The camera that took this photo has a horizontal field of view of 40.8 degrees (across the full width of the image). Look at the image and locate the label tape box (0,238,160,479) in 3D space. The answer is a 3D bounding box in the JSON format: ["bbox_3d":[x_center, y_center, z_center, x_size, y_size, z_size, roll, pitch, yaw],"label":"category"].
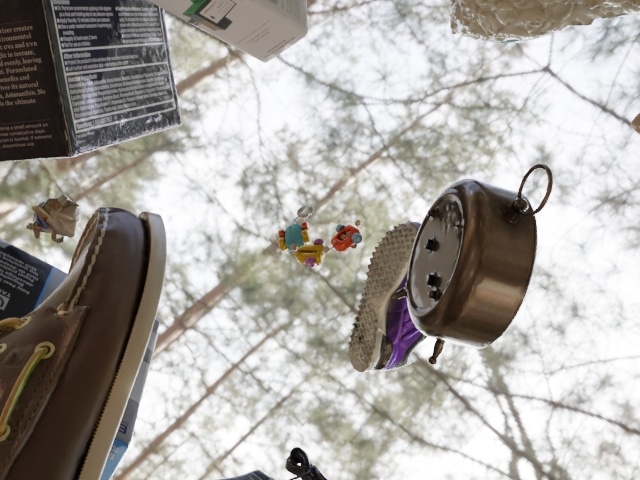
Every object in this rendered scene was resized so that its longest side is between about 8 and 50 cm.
[{"bbox_3d":[-0.340,0.174,1.001,0.249,0.347,0.115,31,-66,-18],"label":"label tape box"}]

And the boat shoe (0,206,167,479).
[{"bbox_3d":[-0.172,0.104,0.520,0.097,0.324,0.116,20,-35,-17],"label":"boat shoe"}]

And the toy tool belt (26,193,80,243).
[{"bbox_3d":[-0.299,-0.025,0.945,0.051,0.052,0.083,13,-15,-30],"label":"toy tool belt"}]

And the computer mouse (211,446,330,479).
[{"bbox_3d":[-0.075,0.303,1.012,0.106,0.193,0.042,39,-55,44],"label":"computer mouse"}]

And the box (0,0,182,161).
[{"bbox_3d":[-0.327,-0.262,1.056,0.183,0.296,0.294,-2,-77,16],"label":"box"}]

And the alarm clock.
[{"bbox_3d":[0.120,0.005,0.665,0.064,0.129,0.192,18,-40,-16],"label":"alarm clock"}]

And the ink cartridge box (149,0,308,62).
[{"bbox_3d":[-0.125,-0.348,1.083,0.219,0.160,0.093,21,-34,-40],"label":"ink cartridge box"}]

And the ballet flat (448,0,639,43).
[{"bbox_3d":[0.241,-0.266,0.757,0.409,0.147,0.147,13,-46,56],"label":"ballet flat"}]

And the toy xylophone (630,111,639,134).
[{"bbox_3d":[0.402,-0.163,0.652,0.081,0.323,0.236,54,-34,10],"label":"toy xylophone"}]

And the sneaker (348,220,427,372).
[{"bbox_3d":[0.157,0.105,1.560,0.102,0.146,0.293,45,-58,56],"label":"sneaker"}]

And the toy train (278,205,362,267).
[{"bbox_3d":[0.000,0.000,1.565,0.166,0.125,0.046,27,-27,45],"label":"toy train"}]
